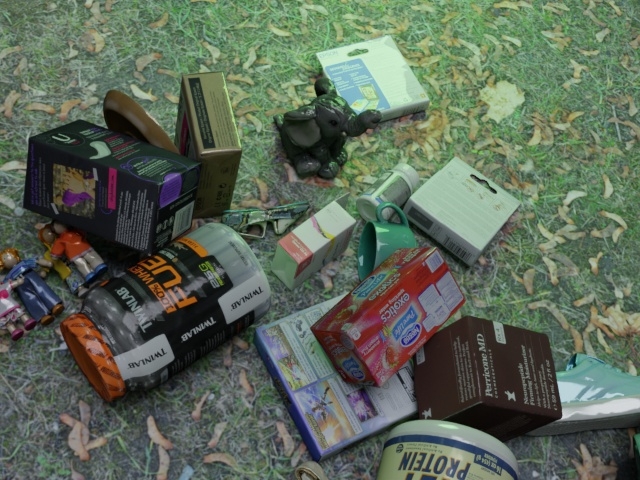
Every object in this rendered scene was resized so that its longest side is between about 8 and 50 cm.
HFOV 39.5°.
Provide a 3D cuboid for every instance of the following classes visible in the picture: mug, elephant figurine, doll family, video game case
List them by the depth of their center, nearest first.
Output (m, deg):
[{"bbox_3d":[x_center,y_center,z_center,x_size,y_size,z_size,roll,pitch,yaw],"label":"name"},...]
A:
[{"bbox_3d":[-0.518,0.062,1.652,0.263,0.118,0.163,-38,79,-9],"label":"doll family"},{"bbox_3d":[0.040,0.245,1.672,0.244,0.061,0.269,-20,66,-23],"label":"video game case"},{"bbox_3d":[0.142,0.018,1.770,0.097,0.158,0.129,5,44,-14],"label":"mug"},{"bbox_3d":[0.009,-0.253,1.852,0.186,0.239,0.169,2,60,-10],"label":"elephant figurine"}]

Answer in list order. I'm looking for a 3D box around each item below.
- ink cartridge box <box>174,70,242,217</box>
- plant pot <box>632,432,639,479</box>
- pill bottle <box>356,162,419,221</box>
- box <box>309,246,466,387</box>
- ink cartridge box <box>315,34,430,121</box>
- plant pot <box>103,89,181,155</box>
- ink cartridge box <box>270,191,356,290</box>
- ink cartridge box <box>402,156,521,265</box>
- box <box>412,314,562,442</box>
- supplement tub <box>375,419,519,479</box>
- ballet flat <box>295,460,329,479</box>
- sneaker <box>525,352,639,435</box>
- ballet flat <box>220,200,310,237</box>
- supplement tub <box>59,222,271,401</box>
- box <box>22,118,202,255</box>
[{"bbox_3d":[-0.227,-0.185,1.767,0.088,0.235,0.193,-8,61,-17],"label":"ink cartridge box"},{"bbox_3d":[0.674,0.424,1.596,0.196,0.293,0.293,-11,60,13],"label":"plant pot"},{"bbox_3d":[0.145,-0.100,1.886,0.078,0.078,0.137,40,61,12],"label":"pill bottle"},{"bbox_3d":[0.125,0.134,1.622,0.257,0.122,0.128,-41,109,-28],"label":"box"},{"bbox_3d":[0.116,-0.367,2.055,0.206,0.045,0.208,-18,66,-20],"label":"ink cartridge box"},{"bbox_3d":[-0.350,-0.189,1.745,0.236,0.236,0.032,42,67,13],"label":"plant pot"},{"bbox_3d":[0.000,0.000,1.775,0.198,0.115,0.067,-37,72,-27],"label":"ink cartridge box"},{"bbox_3d":[0.307,-0.068,1.930,0.189,0.066,0.232,37,39,11],"label":"ink cartridge box"},{"bbox_3d":[0.300,0.257,1.622,0.203,0.167,0.168,16,56,-30],"label":"box"},{"bbox_3d":[0.186,0.486,1.460,0.235,0.235,0.325,19,58,0],"label":"supplement tub"},{"bbox_3d":[0.009,0.458,1.543,0.168,0.057,0.052,50,19,24],"label":"ballet flat"},{"bbox_3d":[0.550,0.279,1.716,0.366,0.135,0.150,-2,64,-14],"label":"sneaker"},{"bbox_3d":[-0.109,-0.038,1.816,0.188,0.070,0.070,-8,62,-14],"label":"ballet flat"},{"bbox_3d":[-0.274,0.128,1.591,0.338,0.207,0.207,-33,71,-26],"label":"supplement tub"},{"bbox_3d":[-0.376,-0.101,1.618,0.270,0.143,0.165,20,25,14],"label":"box"}]
